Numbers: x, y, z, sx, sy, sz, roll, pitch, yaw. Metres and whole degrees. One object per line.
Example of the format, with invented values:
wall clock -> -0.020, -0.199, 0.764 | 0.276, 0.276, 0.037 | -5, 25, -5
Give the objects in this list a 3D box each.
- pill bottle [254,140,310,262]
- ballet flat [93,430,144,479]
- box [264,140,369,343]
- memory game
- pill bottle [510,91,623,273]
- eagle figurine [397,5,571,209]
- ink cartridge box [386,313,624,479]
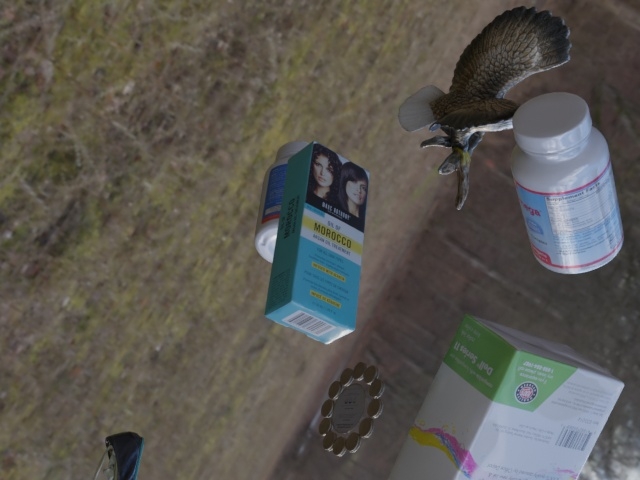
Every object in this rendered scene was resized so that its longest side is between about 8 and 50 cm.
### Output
pill bottle -> -0.046, -0.072, 1.705 | 0.124, 0.124, 0.221 | 114, -13, -49
ballet flat -> -0.308, 0.382, 1.414 | 0.074, 0.074, 0.203 | 112, -19, -56
box -> 0.000, 0.000, 1.207 | 0.060, 0.100, 0.244 | -32, -139, 44
memory game -> 0.058, 0.315, 1.774 | 0.186, 0.012, 0.186 | -39, -145, 35
pill bottle -> 0.223, -0.052, 0.866 | 0.087, 0.087, 0.160 | -57, 138, -34
eagle figurine -> 0.279, -0.231, 1.582 | 0.225, 0.226, 0.298 | -20, 159, -16
ink cartridge box -> 0.212, 0.293, 1.214 | 0.119, 0.207, 0.353 | 37, -75, 57
